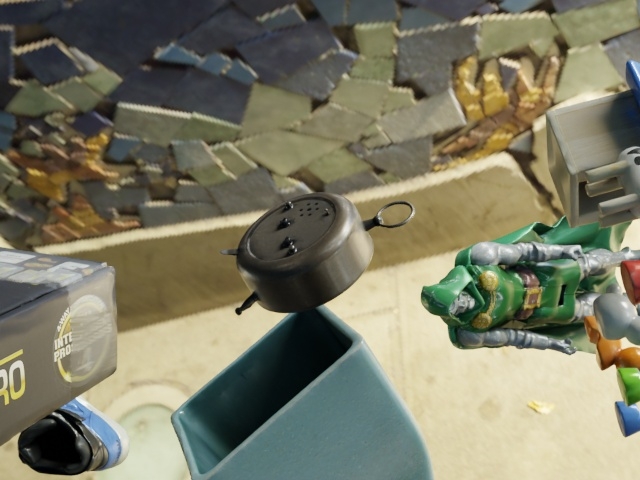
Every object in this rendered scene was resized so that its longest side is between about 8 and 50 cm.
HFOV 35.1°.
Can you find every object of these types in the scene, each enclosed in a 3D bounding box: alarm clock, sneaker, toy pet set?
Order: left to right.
[{"bbox_3d":[-0.247,0.155,0.884,0.152,0.084,0.058,31,95,16],"label":"sneaker"},{"bbox_3d":[0.000,0.000,0.980,0.192,0.064,0.129,-20,32,6],"label":"alarm clock"},{"bbox_3d":[0.135,-0.003,0.396,0.065,0.122,0.114,-14,55,5],"label":"toy pet set"}]

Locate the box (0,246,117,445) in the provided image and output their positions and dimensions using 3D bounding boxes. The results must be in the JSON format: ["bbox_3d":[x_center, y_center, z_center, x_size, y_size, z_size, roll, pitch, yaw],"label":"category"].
[{"bbox_3d":[-0.384,0.071,0.661,0.395,0.318,0.097,8,105,23],"label":"box"}]

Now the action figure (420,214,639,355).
[{"bbox_3d":[0.163,0.038,0.747,0.063,0.232,0.137,17,106,51],"label":"action figure"}]

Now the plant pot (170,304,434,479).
[{"bbox_3d":[0.000,0.261,1.253,0.248,0.252,0.247,-41,16,-6],"label":"plant pot"}]
